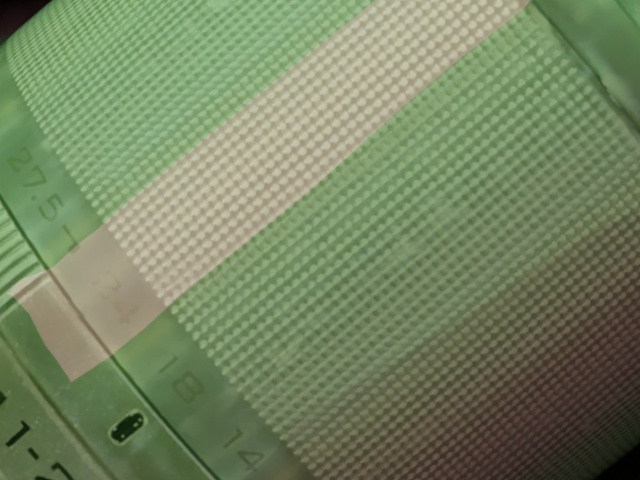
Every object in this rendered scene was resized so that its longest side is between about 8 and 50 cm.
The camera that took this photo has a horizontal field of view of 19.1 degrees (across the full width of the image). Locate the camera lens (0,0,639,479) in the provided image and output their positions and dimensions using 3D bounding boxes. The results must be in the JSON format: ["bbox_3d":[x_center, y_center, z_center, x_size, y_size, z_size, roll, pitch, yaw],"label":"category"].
[{"bbox_3d":[0.000,0.000,0.589,0.274,0.219,0.219,-40,61,5],"label":"camera lens"}]
